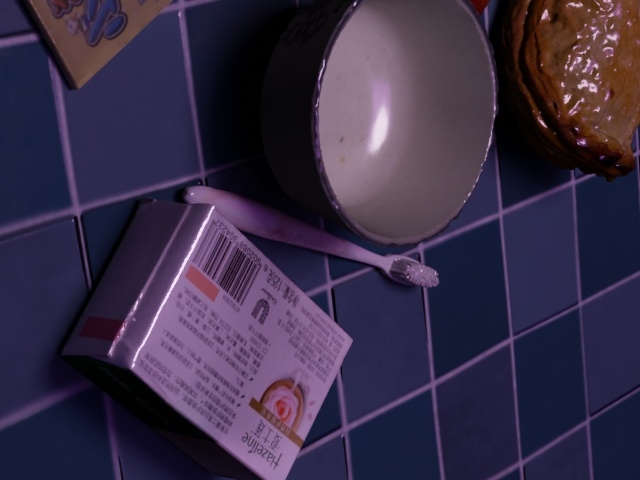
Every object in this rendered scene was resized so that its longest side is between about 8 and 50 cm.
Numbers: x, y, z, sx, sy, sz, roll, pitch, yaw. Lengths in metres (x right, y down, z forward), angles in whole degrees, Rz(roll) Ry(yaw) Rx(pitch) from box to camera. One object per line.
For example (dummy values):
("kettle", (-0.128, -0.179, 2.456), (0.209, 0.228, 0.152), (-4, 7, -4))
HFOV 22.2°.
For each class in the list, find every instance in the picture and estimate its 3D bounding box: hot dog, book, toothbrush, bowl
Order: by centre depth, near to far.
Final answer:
("book", (-0.146, -0.226, 1.121), (0.192, 0.013, 0.168), (-50, 130, -32))
("bowl", (0.030, -0.104, 1.260), (0.211, 0.112, 0.211), (-13, 108, -45))
("toothbrush", (0.000, 0.000, 1.306), (0.307, 0.030, 0.025), (19, 88, -48))
("hot dog", (0.248, -0.189, 1.510), (0.175, 0.114, 0.259), (25, 74, -43))

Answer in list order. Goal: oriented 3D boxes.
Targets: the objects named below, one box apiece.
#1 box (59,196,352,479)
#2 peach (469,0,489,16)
("box", (-0.078, 0.077, 1.189), (0.199, 0.081, 0.135), (45, 62, -40))
("peach", (0.077, -0.239, 1.319), (0.092, 0.127, 0.172), (-45, 101, -27))
